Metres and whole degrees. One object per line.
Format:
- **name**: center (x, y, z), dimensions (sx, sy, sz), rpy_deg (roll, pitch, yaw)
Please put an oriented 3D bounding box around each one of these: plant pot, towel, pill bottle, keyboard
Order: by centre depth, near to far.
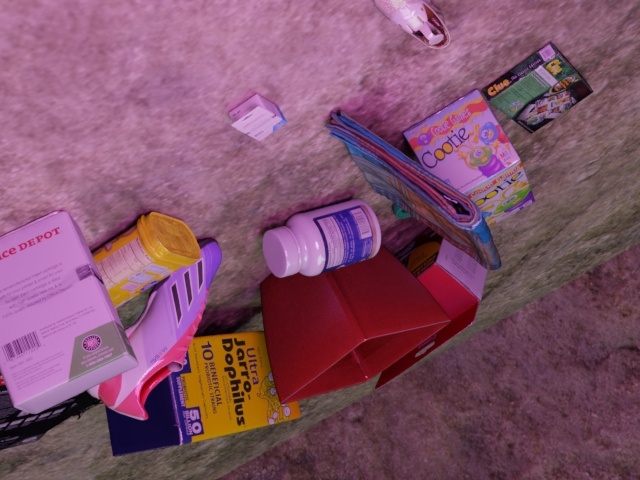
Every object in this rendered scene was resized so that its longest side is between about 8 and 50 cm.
- **towel**: center (0.157, -0.062, 1.574), dimensions (0.040, 0.271, 0.370), rpy_deg (-52, 161, -2)
- **pill bottle**: center (0.000, 0.000, 1.741), dimensions (0.186, 0.112, 0.112), rpy_deg (-16, 158, -28)
- **plant pot**: center (0.037, 0.135, 1.954), dimensions (0.267, 0.236, 0.267), rpy_deg (-6, 152, -48)
- **keyboard**: center (-0.511, 0.326, 2.057), dimensions (0.192, 0.038, 0.100), rpy_deg (-32, 138, 16)

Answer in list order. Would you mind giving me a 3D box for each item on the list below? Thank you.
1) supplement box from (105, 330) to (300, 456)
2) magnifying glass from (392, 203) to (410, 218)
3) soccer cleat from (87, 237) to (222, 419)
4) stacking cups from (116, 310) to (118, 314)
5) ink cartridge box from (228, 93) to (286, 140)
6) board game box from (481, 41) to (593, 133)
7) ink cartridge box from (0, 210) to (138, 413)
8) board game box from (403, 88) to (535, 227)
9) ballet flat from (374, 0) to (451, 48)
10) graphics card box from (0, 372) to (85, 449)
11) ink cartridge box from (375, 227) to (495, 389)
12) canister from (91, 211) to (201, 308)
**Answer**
- **supplement box**: center (-0.234, 0.296, 2.008), dimensions (0.195, 0.194, 0.356), rpy_deg (-17, 170, 35)
- **magnifying glass**: center (0.239, -0.109, 1.919), dimensions (0.231, 0.026, 0.092), rpy_deg (-29, 161, 13)
- **soccer cleat**: center (-0.239, 0.140, 1.619), dimensions (0.318, 0.116, 0.108), rpy_deg (-54, 164, -19)
- **stacking cups**: center (-0.464, 0.141, 1.532), dimensions (0.316, 0.096, 0.096), rpy_deg (-6, 152, -43)
- **ink cartridge box**: center (-0.086, -0.163, 1.326), dimensions (0.048, 0.028, 0.083), rpy_deg (-33, 161, 15)
- **board game box**: center (0.373, -0.253, 1.712), dimensions (0.136, 0.030, 0.259), rpy_deg (-32, 161, 20)
- **ink cartridge box**: center (-0.361, 0.095, 1.345), dimensions (0.160, 0.219, 0.092), rpy_deg (-24, 164, -6)
- **board game box**: center (0.261, -0.122, 1.725), dimensions (0.144, 0.142, 0.275), rpy_deg (-30, 161, 9)
- **ballet flat**: center (0.123, -0.280, 1.264), dimensions (0.057, 0.052, 0.168), rpy_deg (-35, 159, 23)
- **graphics card box**: center (-0.529, 0.260, 1.744), dimensions (0.233, 0.094, 0.371), rpy_deg (-8, 153, -44)
- **ink cartridge box**: center (0.195, 0.123, 2.096), dimensions (0.309, 0.130, 0.272), rpy_deg (-42, -166, 36)
- **canister**: center (-0.283, 0.035, 1.516), dimensions (0.170, 0.073, 0.126), rpy_deg (-31, 161, 16)
